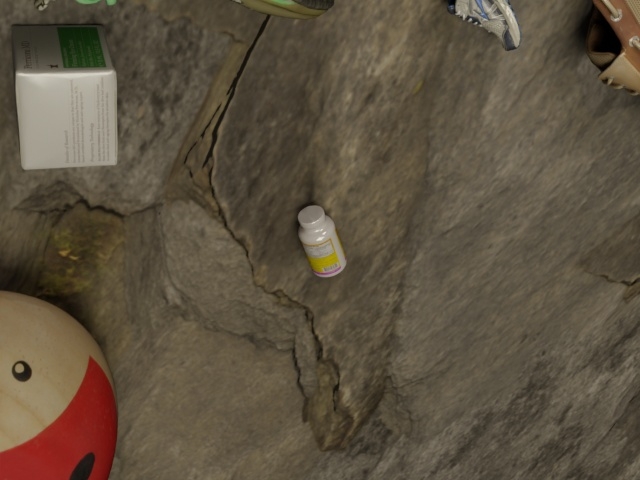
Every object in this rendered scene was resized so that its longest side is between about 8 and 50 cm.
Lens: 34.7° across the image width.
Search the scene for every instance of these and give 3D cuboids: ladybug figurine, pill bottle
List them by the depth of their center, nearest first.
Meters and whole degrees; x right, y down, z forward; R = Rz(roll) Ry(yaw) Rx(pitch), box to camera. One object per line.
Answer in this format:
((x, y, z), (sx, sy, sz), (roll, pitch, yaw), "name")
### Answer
((-0.361, 0.246, 1.126), (0.305, 0.162, 0.449), (-17, 140, -18), "ladybug figurine")
((0.000, 0.000, 1.168), (0.043, 0.043, 0.083), (-22, 131, -2), "pill bottle")

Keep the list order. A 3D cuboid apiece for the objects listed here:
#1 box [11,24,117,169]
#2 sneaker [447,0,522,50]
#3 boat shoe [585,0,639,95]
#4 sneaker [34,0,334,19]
((-0.235, -0.133, 0.938), (0.087, 0.101, 0.102), (-5, 127, -16), "box")
((0.157, -0.242, 1.033), (0.058, 0.052, 0.135), (-27, 125, 16), "sneaker")
((0.335, -0.215, 1.077), (0.116, 0.123, 0.324), (-27, 125, 12), "boat shoe")
((-0.181, -0.261, 0.866), (0.410, 0.158, 0.182), (12, 154, -29), "sneaker")
